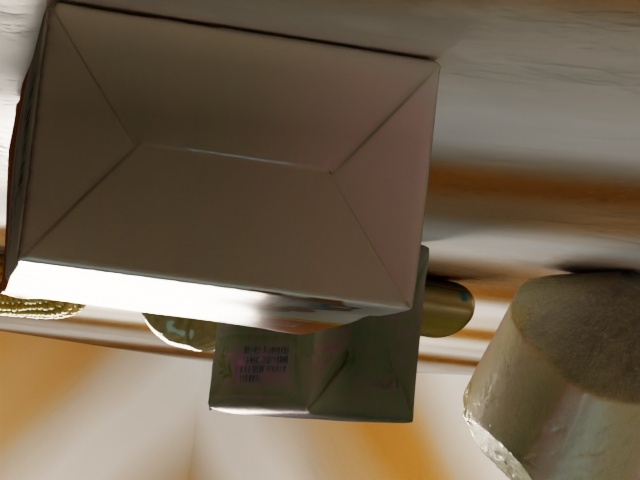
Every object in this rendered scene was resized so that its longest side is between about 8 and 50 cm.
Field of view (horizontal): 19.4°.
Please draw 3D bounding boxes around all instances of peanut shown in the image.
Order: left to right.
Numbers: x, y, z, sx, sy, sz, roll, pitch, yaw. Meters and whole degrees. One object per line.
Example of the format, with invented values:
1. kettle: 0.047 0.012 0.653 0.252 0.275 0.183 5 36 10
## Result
1. peanut: -0.109 0.078 2.226 0.125 0.111 0.274 -14 168 25

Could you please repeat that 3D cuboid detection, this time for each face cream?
1. face cream: 0.018 0.059 2.083 0.285 0.067 0.139 10 170 -25

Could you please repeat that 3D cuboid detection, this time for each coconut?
1. coconut: 0.277 0.140 1.887 0.239 0.244 0.239 15 -148 -10

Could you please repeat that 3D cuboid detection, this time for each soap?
1. soap: -0.004 0.085 1.843 0.138 0.182 0.199 9 173 -33

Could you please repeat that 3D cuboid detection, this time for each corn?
1. corn: -0.406 0.057 2.405 0.248 0.081 0.081 2 172 30

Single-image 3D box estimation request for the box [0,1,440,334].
1. box: -0.078 -0.029 1.151 0.225 0.143 0.341 8 174 -11
